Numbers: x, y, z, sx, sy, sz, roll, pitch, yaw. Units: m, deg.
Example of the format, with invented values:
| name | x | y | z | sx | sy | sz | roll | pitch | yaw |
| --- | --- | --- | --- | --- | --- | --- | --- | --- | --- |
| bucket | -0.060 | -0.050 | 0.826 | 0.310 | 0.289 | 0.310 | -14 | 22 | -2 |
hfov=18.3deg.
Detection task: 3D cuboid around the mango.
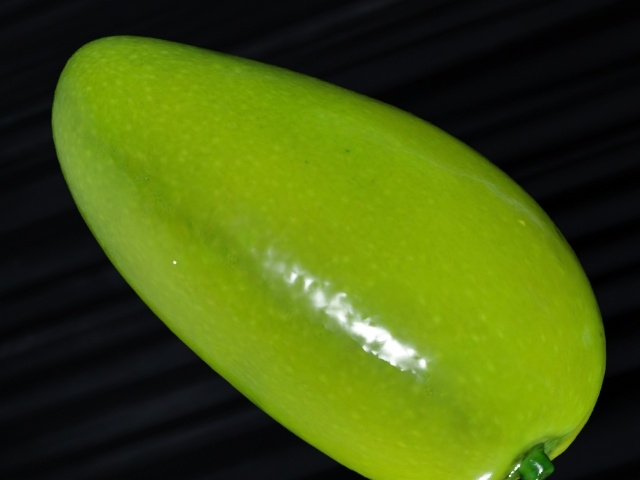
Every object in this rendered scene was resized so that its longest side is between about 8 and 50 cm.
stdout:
| name | x | y | z | sx | sy | sz | roll | pitch | yaw |
| --- | --- | --- | --- | --- | --- | --- | --- | --- | --- |
| mango | 0.000 | 0.000 | 1.069 | 0.343 | 0.156 | 0.192 | 37 | 45 | 5 |
